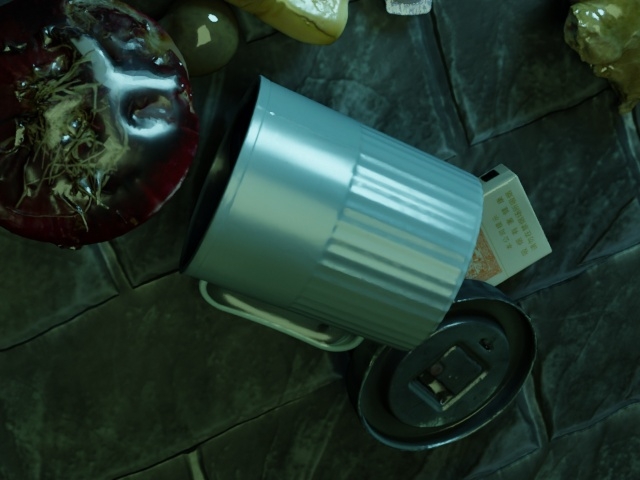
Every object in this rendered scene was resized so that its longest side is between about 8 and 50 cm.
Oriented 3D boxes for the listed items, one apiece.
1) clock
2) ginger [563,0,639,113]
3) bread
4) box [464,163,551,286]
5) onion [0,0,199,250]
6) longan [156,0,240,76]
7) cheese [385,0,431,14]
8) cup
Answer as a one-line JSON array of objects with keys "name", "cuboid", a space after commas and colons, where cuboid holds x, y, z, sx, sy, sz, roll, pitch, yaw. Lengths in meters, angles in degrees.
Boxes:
[{"name": "clock", "cuboid": [0.168, 0.174, 1.961, 0.280, 0.055, 0.280, -15, 130, -18]}, {"name": "ginger", "cuboid": [0.409, -0.286, 1.867, 0.219, 0.123, 0.270, -23, 116, -31]}, {"name": "bread", "cuboid": [-0.094, -0.347, 1.705, 0.305, 0.091, 0.142, 25, 65, -23]}, {"name": "box", "cuboid": [0.204, 0.004, 1.951, 0.201, 0.058, 0.141, -29, 115, -4]}, {"name": "onion", "cuboid": [-0.298, -0.146, 1.663, 0.314, 0.232, 0.314, 0, 88, -5]}, {"name": "longan", "cuboid": [-0.154, -0.253, 1.727, 0.113, 0.092, 0.113, -10, 126, -14]}, {"name": "cheese", "cuboid": [0.117, -0.406, 1.774, 0.135, 0.052, 0.245, -3, 109, -16]}, {"name": "cup", "cuboid": [0.002, 0.005, 1.751, 0.311, 0.257, 0.331, 22, 108, -11]}]
